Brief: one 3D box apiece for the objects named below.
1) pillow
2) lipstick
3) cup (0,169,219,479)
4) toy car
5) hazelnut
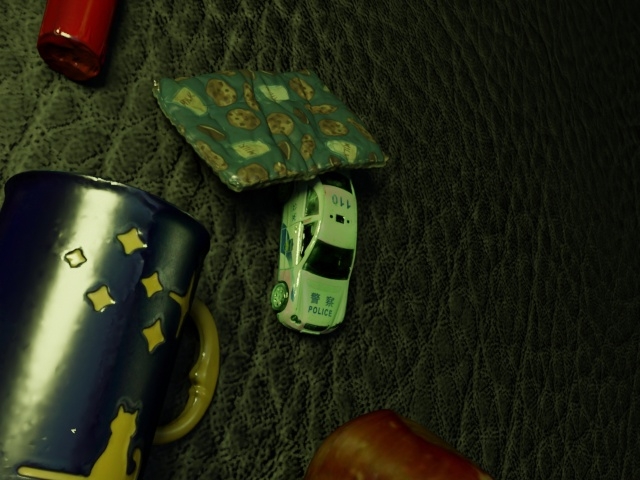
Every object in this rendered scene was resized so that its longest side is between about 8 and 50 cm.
[{"bbox_3d":[-0.053,-0.141,0.705,0.255,0.034,0.189,-17,60,-40],"label":"pillow"},{"bbox_3d":[-0.240,-0.306,0.633,0.073,0.073,0.280,18,65,-33],"label":"lipstick"},{"bbox_3d":[-0.170,0.111,0.493,0.254,0.178,0.256,22,66,-29],"label":"cup"},{"bbox_3d":[0.000,0.000,0.722,0.090,0.076,0.224,16,67,-35],"label":"toy car"},{"bbox_3d":[0.090,0.304,0.616,0.251,0.217,0.217,44,48,18],"label":"hazelnut"}]
